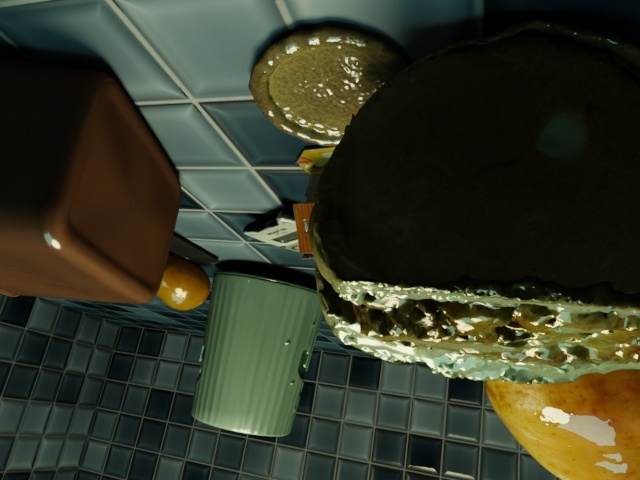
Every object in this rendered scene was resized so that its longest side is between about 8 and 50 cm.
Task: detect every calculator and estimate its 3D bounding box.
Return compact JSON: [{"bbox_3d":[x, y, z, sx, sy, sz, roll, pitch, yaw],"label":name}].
[{"bbox_3d":[0.000,0.000,0.951,0.268,0.040,0.177,22,158,-33],"label":"calculator"}]

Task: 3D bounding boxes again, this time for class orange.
[{"bbox_3d":[-0.358,0.108,1.274,0.156,0.124,0.156,33,179,0],"label":"orange"}]

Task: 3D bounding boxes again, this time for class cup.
[{"bbox_3d":[-0.143,0.294,1.354,0.310,0.392,0.401,3,166,35],"label":"cup"}]

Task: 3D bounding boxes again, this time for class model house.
[{"bbox_3d":[0.080,-0.028,0.687,0.219,0.136,0.207,0,157,26],"label":"model house"}]

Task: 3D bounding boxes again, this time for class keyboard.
[{"bbox_3d":[-0.332,0.011,1.178,0.072,0.023,0.231,-8,155,25],"label":"keyboard"}]

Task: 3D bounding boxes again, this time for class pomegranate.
[{"bbox_3d":[0.452,0.223,0.878,0.410,0.410,0.410,9,161,3],"label":"pomegranate"}]

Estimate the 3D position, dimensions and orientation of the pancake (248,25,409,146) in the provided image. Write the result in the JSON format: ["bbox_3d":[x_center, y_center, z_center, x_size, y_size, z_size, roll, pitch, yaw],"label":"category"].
[{"bbox_3d":[0.017,-0.154,0.537,0.199,0.021,0.199,8,161,3],"label":"pancake"}]

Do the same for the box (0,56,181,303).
[{"bbox_3d":[-0.354,-0.060,0.668,0.229,0.239,0.339,6,160,4],"label":"box"}]

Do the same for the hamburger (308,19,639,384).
[{"bbox_3d":[0.156,-0.030,0.436,0.317,0.277,0.195,7,157,11],"label":"hamburger"}]
